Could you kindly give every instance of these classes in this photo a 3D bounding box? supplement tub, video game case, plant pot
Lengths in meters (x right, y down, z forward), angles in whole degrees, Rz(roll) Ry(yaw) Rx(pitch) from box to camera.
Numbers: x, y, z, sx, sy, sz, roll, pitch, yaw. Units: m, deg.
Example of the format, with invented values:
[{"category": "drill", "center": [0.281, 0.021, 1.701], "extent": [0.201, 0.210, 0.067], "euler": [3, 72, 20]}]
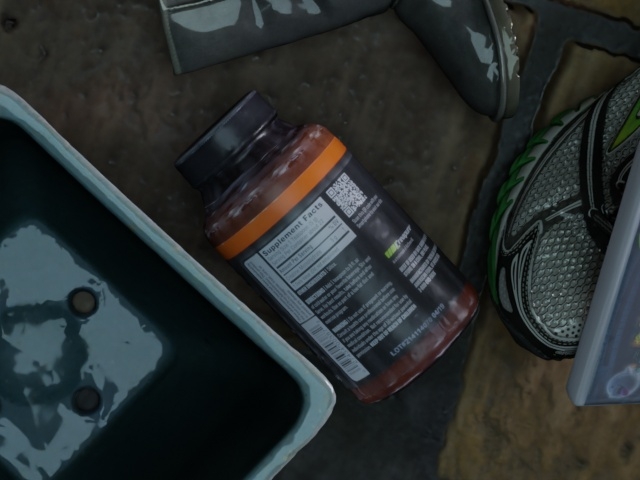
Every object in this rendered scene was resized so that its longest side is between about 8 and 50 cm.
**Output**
[{"category": "supplement tub", "center": [0.000, 0.000, 1.089], "extent": [0.106, 0.106, 0.198], "euler": [-43, 96, -2]}, {"category": "video game case", "center": [0.252, 0.021, 1.059], "extent": [0.173, 0.022, 0.190], "euler": [-1, 125, -16]}, {"category": "plant pot", "center": [-0.171, 0.079, 1.001], "extent": [0.248, 0.252, 0.247], "euler": [43, 89, -7]}]

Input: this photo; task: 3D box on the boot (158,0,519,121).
[{"category": "boot", "center": [0.006, -0.141, 1.095], "extent": [0.208, 0.076, 0.190], "euler": [-17, 81, -12]}]

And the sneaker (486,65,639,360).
[{"category": "sneaker", "center": [0.234, -0.067, 1.088], "extent": [0.134, 0.146, 0.343], "euler": [40, 90, -7]}]
